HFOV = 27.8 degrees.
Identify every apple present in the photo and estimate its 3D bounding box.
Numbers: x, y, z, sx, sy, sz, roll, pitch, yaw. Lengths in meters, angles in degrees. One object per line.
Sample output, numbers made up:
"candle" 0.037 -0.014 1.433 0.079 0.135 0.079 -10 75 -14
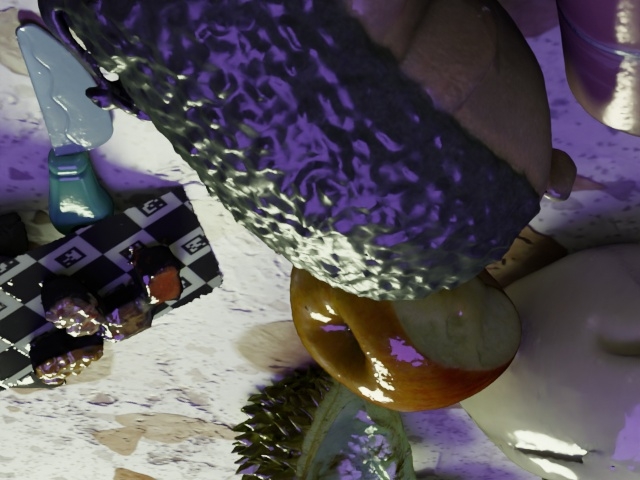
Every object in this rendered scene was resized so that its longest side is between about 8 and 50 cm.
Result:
"apple" 0.071 0.048 1.080 0.195 0.173 0.160 61 151 -6

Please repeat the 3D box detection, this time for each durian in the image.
"durian" 0.014 0.287 1.530 0.198 0.163 0.394 -35 127 -11

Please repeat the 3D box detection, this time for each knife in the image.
"knife" -0.197 -0.081 1.038 0.063 0.035 0.260 0 147 -4

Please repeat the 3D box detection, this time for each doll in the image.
"doll" 0.005 -0.118 0.784 0.349 0.247 0.247 35 138 -30

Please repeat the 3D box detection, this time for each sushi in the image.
"sushi" -0.220 0.071 1.167 0.279 0.043 0.192 -24 148 -7

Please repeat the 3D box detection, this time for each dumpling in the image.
"dumpling" 0.289 0.144 1.181 0.315 0.233 0.395 34 148 -29

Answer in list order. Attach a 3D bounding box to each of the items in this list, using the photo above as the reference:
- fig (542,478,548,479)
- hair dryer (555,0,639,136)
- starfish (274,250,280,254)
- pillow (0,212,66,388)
"fig" 0.354 0.241 1.389 0.195 0.195 0.245 29 116 -36
"hair dryer" 0.308 -0.193 0.742 0.352 0.125 0.210 -13 146 7
"starfish" 0.000 0.000 1.156 0.078 0.028 0.091 -25 137 30
"pillow" -0.414 0.058 1.230 0.326 0.101 0.228 1 146 1
